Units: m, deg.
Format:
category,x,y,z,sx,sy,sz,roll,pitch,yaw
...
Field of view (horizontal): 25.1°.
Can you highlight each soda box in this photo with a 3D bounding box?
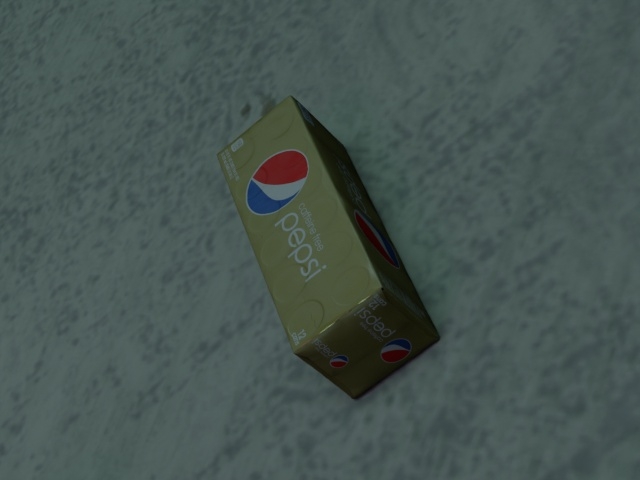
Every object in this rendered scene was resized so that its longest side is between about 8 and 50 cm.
category,x,y,z,sx,sy,sz,roll,pitch,yaw
soda box,0.000,0.000,0.812,0.061,0.058,0.181,-38,41,13
